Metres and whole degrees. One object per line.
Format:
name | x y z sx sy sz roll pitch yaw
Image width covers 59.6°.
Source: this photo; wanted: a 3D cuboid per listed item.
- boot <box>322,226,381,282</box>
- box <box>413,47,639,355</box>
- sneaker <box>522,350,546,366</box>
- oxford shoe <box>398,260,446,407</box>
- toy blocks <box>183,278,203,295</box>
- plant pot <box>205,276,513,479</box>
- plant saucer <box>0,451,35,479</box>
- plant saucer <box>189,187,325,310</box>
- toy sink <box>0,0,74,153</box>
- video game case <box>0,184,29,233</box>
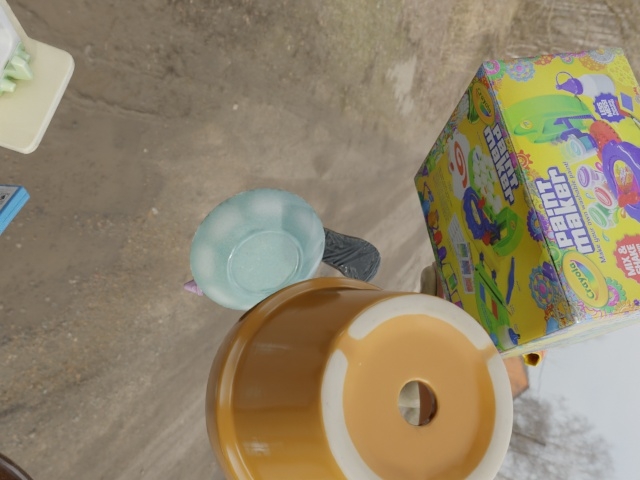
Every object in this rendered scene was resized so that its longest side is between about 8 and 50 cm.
boot | 0.000 0.000 1.281 0.246 0.207 0.094 24 94 -43
box | 0.266 -0.023 0.688 0.279 0.176 0.290 108 -28 -69
sneaker | 0.419 0.193 1.140 0.067 0.064 0.175 -51 119 -26
oxford shoe | 0.171 0.146 0.976 0.348 0.130 0.123 -66 138 -60
toy blocks | -0.232 0.131 1.457 0.288 0.259 0.309 152 -64 -83
plant pot | 0.029 0.117 0.409 0.205 0.205 0.188 -68 -169 -21
plant saucer | -0.372 0.294 0.534 0.050 0.310 0.310 -49 165 9
plant saucer | -0.079 0.025 0.768 0.037 0.194 0.195 -125 -144 -55
toy sink | -0.448 -0.226 0.667 0.131 0.234 0.153 134 -25 -74
video game case | -0.331 0.015 0.452 0.015 0.119 0.166 78 22 -48
